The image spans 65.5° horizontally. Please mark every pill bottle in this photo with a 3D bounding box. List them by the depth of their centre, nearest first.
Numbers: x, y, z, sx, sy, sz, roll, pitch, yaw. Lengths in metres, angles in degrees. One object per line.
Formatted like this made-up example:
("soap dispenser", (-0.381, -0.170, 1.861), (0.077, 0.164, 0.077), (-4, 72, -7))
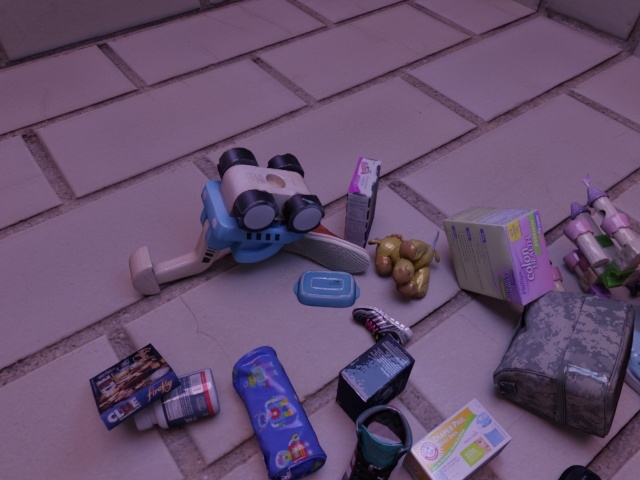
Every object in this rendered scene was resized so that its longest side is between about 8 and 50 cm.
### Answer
("pill bottle", (-0.330, 0.369, 1.144), (0.180, 0.108, 0.108), (-14, 50, -12))

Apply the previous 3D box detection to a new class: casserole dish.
("casserole dish", (0.019, 0.131, 1.407), (0.188, 0.037, 0.114), (4, 49, 1))

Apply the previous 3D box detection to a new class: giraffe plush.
("giraffe plush", (0.223, 0.046, 1.418), (0.170, 0.181, 0.210), (12, 57, 38))

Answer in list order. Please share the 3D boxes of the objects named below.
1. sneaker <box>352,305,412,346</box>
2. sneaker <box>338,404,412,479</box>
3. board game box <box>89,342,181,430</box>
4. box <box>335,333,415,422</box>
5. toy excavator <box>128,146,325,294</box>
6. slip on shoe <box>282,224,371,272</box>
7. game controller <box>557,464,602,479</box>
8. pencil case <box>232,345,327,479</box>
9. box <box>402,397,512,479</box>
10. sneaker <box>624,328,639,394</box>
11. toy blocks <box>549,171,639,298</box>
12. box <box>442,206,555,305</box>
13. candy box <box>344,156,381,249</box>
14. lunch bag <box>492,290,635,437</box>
("sneaker", (0.153, 0.232, 1.302), (0.170, 0.063, 0.075), (27, 47, 14))
("sneaker", (0.108, 0.463, 1.023), (0.123, 0.179, 0.296), (17, 51, 14))
("board game box", (-0.428, 0.322, 1.133), (0.165, 0.042, 0.243), (-31, 18, -25))
("box", (0.124, 0.327, 1.158), (0.158, 0.156, 0.093), (-31, 57, -25))
("toy excavator", (-0.263, -0.015, 1.366), (0.432, 0.445, 0.222), (2, 44, -34))
("slip on shoe", (0.000, 0.000, 1.472), (0.331, 0.123, 0.101), (19, 47, 21))
("game controller", (0.505, 0.611, 0.992), (0.319, 0.067, 0.166), (-37, 73, -28))
("pencil case", (-0.104, 0.392, 1.122), (0.133, 0.119, 0.306), (-26, 54, -9))
("box", (0.292, 0.458, 1.081), (0.203, 0.103, 0.114), (-27, 55, -23))
("sneaker", (0.842, 0.332, 1.171), (0.135, 0.150, 0.366), (-16, 51, -15))
("toy blocks", (0.764, 0.000, 1.369), (0.308, 0.289, 0.260), (-10, 53, -6))
("box", (0.464, 0.030, 1.318), (0.117, 0.214, 0.243), (-23, 14, -19))
("candy box", (0.123, -0.106, 1.484), (0.071, 0.234, 0.159), (13, 49, 9))
("lunch bag", (0.577, 0.268, 1.185), (0.255, 0.213, 0.305), (12, 46, 36))
